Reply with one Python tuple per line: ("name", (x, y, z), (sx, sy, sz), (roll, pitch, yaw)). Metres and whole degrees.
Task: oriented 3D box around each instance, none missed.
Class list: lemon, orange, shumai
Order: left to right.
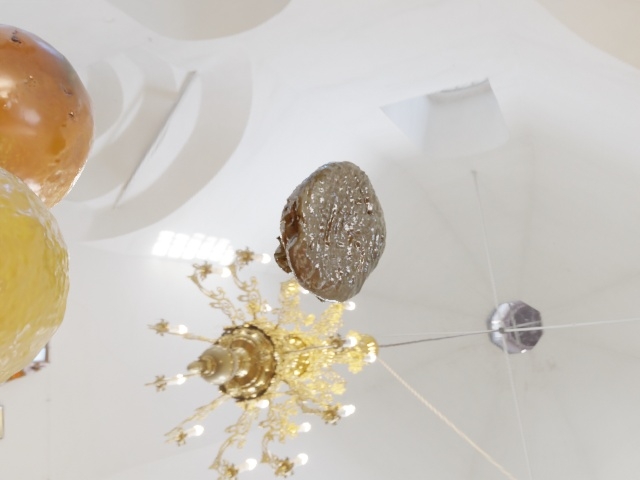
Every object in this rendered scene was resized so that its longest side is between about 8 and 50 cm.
("lemon", (-0.213, 0.019, 0.302), (0.142, 0.187, 0.142), (0, -89, -11))
("orange", (-0.409, -0.148, 0.695), (0.246, 0.246, 0.245), (-4, -99, 24))
("shumai", (0.000, 0.000, 0.779), (0.153, 0.162, 0.209), (-32, -142, 52))
